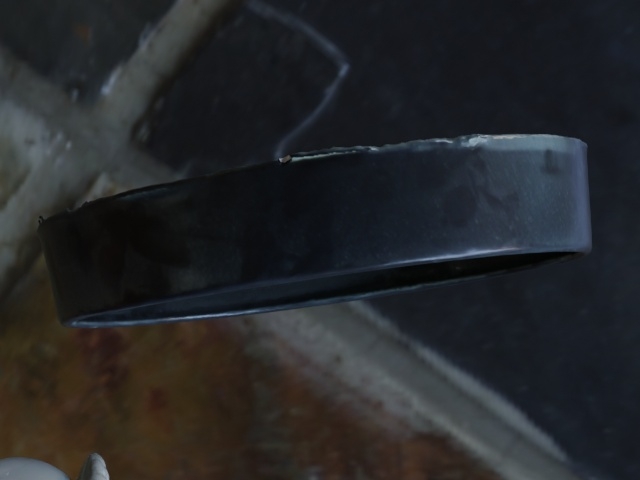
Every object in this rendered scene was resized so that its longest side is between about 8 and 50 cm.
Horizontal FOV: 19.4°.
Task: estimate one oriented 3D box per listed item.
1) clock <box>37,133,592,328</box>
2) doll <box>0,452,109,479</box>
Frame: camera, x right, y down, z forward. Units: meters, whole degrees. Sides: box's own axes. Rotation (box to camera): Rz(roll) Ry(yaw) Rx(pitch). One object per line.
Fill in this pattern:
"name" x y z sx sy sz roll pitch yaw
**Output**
"clock" 0.000 0.000 1.287 0.386 0.386 0.076 -7 85 -11
"doll" -0.227 0.167 1.085 0.293 0.138 0.119 10 121 -11
